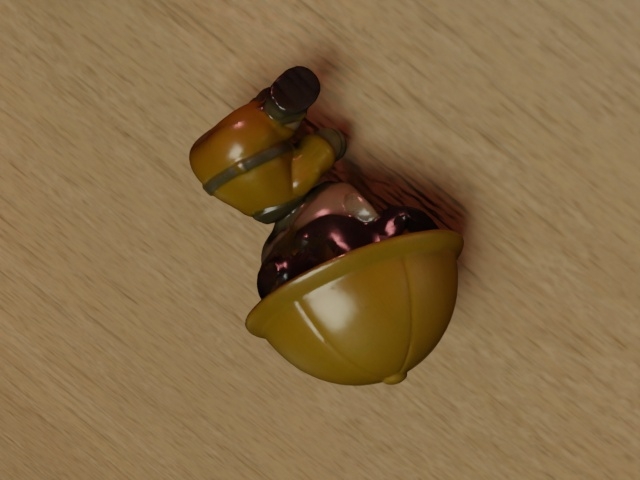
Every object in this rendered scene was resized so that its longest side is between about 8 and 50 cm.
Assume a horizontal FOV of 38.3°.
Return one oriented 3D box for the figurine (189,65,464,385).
[{"bbox_3d":[-0.003,0.003,0.752,0.257,0.167,0.192,47,145,-5],"label":"figurine"}]
